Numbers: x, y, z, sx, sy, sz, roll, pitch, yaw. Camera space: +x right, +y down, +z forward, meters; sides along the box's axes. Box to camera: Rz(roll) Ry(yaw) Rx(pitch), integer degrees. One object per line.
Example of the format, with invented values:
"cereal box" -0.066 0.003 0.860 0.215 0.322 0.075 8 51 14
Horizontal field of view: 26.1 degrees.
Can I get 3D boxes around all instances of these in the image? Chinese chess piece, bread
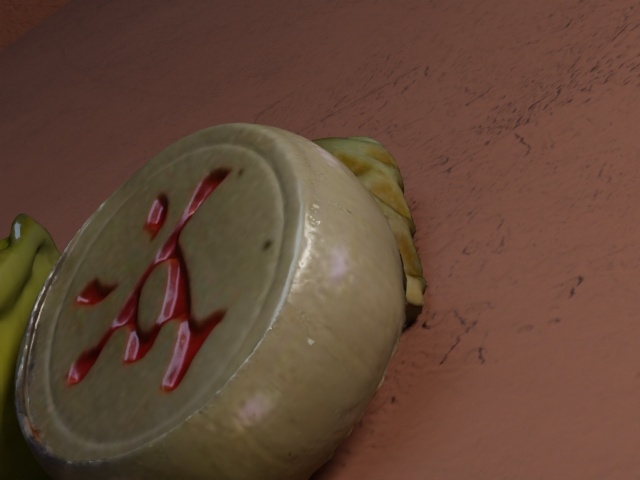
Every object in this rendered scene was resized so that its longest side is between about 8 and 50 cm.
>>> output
"Chinese chess piece" -0.067 0.050 0.816 0.250 0.103 0.249 -27 41 27
"bread" 0.000 0.000 0.961 0.128 0.088 0.232 -34 25 16

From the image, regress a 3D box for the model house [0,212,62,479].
"model house" -0.274 0.115 0.929 0.234 0.174 0.193 -14 28 29
